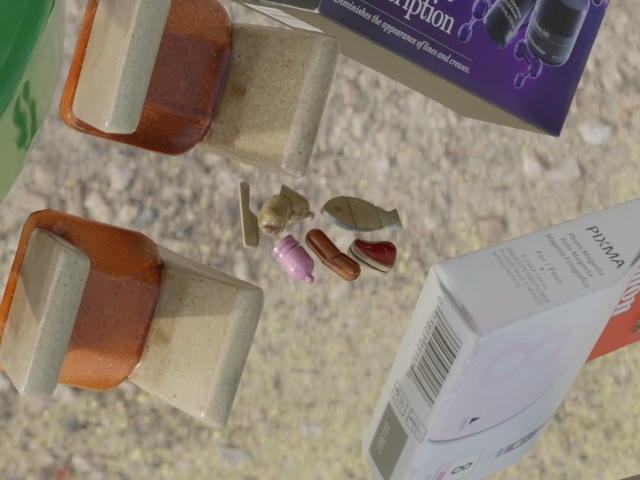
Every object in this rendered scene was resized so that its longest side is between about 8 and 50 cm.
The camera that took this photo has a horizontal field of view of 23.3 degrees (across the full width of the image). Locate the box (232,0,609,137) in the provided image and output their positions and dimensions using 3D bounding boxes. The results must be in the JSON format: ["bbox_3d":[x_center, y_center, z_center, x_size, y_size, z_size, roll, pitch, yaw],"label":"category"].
[{"bbox_3d":[0.085,-0.199,1.052,0.261,0.103,0.184,20,88,-44],"label":"box"}]

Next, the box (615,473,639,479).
[{"bbox_3d":[0.220,0.249,0.929,0.051,0.220,0.175,-15,95,0],"label":"box"}]

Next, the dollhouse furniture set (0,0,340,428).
[{"bbox_3d":[-0.136,-0.091,0.421,0.262,0.135,0.259,15,93,-31],"label":"dollhouse furniture set"}]

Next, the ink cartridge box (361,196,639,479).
[{"bbox_3d":[0.148,0.053,0.882,0.232,0.066,0.189,-14,147,-22],"label":"ink cartridge box"}]

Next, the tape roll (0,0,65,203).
[{"bbox_3d":[-0.259,-0.105,0.588,0.321,0.321,0.077,10,156,-4],"label":"tape roll"}]

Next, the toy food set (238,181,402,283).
[{"bbox_3d":[0.000,0.000,1.035,0.122,0.078,0.019,13,137,-23],"label":"toy food set"}]
